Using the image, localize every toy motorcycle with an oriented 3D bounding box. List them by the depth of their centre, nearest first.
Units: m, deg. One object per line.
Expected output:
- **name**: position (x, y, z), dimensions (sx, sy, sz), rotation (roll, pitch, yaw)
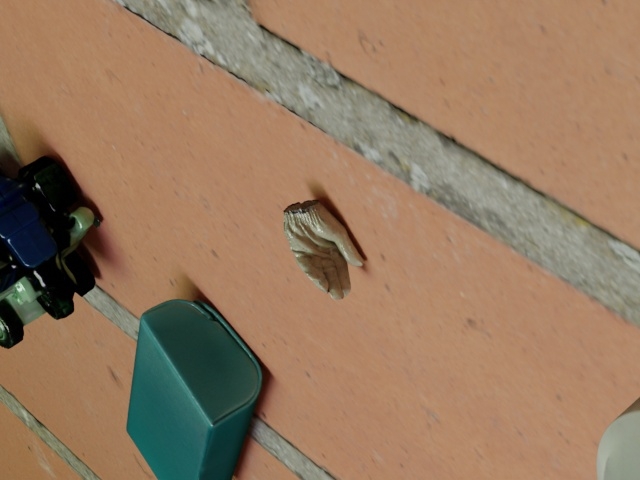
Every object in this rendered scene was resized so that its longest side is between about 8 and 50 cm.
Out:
- **toy motorcycle**: position (-0.312, -0.009, 1.735), dimensions (0.196, 0.125, 0.331), rotation (57, 163, -12)

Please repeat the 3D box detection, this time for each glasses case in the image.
- **glasses case**: position (-0.112, 0.150, 1.634), dimensions (0.117, 0.070, 0.301), rotation (55, 161, 15)

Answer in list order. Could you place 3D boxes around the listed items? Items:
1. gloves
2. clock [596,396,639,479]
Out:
- **gloves**: position (0.001, 0.000, 1.211), dimensions (0.037, 0.044, 0.081), rotation (-25, -81, -74)
- **clock**: position (0.237, 0.155, 0.893), dimensions (0.230, 0.083, 0.230), rotation (44, 155, 27)
